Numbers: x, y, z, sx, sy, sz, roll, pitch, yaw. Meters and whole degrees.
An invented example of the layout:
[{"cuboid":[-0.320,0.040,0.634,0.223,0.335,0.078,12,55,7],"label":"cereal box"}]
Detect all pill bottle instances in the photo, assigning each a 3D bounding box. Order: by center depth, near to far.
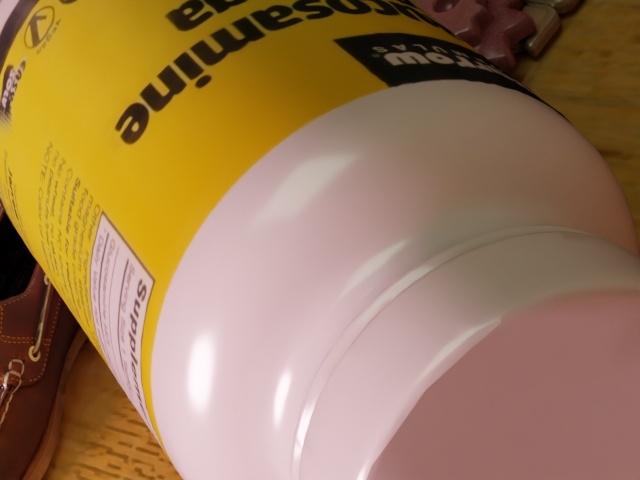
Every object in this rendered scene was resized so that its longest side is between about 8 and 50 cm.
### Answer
[{"cuboid":[0.000,0.000,0.681,0.188,0.188,0.334,-37,39,-5],"label":"pill bottle"}]

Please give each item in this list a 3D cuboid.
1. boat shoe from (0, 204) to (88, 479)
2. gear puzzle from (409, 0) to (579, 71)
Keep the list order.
[{"cuboid":[-0.152,0.050,0.829,0.073,0.073,0.207,-6,47,29],"label":"boat shoe"},{"cuboid":[-0.001,-0.157,0.965,0.339,0.044,0.175,17,60,44],"label":"gear puzzle"}]
